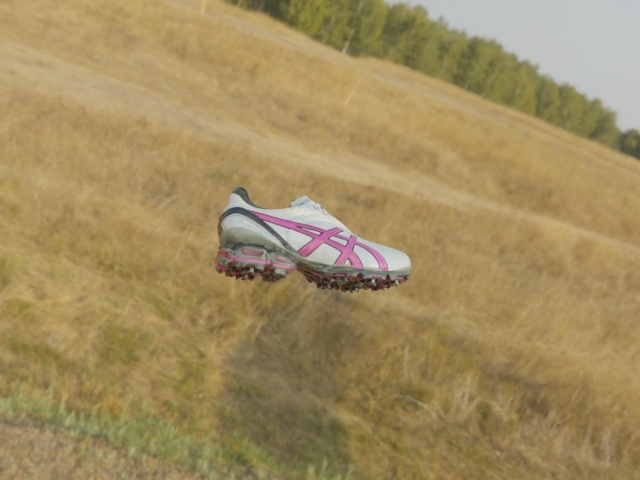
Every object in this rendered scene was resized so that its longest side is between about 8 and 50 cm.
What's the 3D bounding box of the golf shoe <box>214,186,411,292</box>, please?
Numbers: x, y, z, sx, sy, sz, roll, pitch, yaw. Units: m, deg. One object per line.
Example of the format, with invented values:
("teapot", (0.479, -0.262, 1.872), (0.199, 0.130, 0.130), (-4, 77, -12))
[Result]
("golf shoe", (0.000, 0.000, 0.720), (0.186, 0.086, 0.067), (10, -16, -20))
